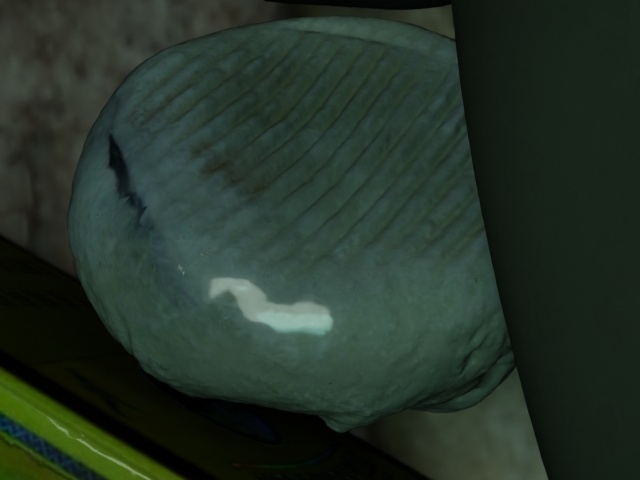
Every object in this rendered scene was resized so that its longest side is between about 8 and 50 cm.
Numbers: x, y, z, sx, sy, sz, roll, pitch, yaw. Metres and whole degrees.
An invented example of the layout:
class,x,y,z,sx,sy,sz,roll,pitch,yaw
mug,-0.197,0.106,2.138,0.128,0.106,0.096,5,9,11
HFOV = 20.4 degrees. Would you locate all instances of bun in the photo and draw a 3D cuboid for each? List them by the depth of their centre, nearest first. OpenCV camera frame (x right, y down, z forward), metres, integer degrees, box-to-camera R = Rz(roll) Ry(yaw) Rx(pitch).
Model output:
class,x,y,z,sx,sy,sz,roll,pitch,yaw
bun,0.000,0.000,0.484,0.140,0.141,0.083,25,134,18

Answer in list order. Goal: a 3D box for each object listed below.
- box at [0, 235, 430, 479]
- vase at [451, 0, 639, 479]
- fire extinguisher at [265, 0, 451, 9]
class,x,y,z,sx,sy,sz,roll,pitch,yaw
box,-0.063,0.060,0.486,0.220,0.141,0.064,30,96,18
vase,0.108,0.053,0.374,0.173,0.173,0.321,-1,79,18
fire extinguisher,-0.033,-0.162,0.529,0.099,0.071,0.231,-25,80,-12
